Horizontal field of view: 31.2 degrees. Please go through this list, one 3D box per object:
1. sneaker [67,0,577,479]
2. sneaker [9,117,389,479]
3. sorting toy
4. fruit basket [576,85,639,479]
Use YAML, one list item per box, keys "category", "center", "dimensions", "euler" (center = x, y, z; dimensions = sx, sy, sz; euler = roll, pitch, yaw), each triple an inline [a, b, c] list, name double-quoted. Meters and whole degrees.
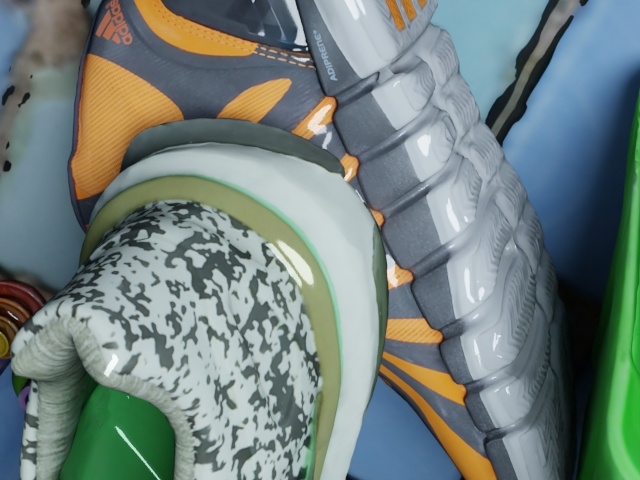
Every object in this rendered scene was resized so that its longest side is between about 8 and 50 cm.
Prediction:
- category: "sneaker"
  center: [0.000, 0.000, 0.552]
  dimensions: [0.180, 0.124, 0.321]
  euler: [-19, 102, 25]
- category: "sneaker"
  center: [-0.071, 0.165, 0.462]
  dimensions: [0.158, 0.182, 0.410]
  euler: [5, 108, 22]
- category: "sorting toy"
  center: [-0.176, 0.073, 0.661]
  dimensions: [0.061, 0.042, 0.102]
  euler: [-14, 115, 19]
- category: "fruit basket"
  center: [0.297, 0.026, 0.426]
  dimensions: [0.392, 0.283, 0.392]
  euler: [11, 137, 10]
